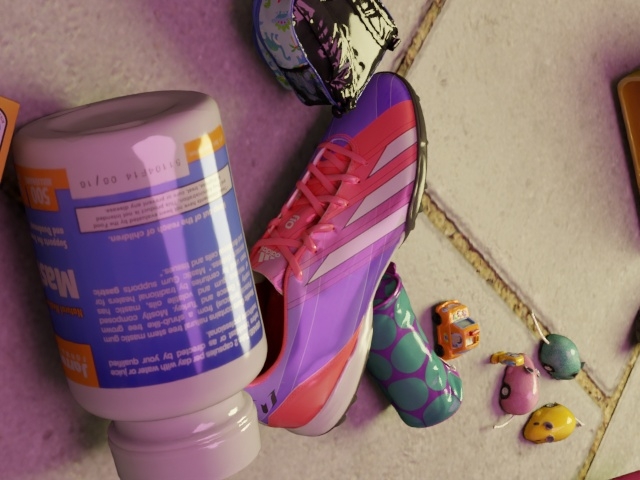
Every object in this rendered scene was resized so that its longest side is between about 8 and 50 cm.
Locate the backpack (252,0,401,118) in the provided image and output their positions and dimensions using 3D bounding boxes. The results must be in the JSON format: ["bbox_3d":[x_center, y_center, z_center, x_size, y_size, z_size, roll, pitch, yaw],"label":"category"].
[{"bbox_3d":[-0.006,-0.177,1.248,0.105,0.084,0.114,-56,134,-25],"label":"backpack"}]

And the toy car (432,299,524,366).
[{"bbox_3d":[0.159,0.091,1.472,0.122,0.040,0.060,8,89,-44],"label":"toy car"}]

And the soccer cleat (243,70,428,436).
[{"bbox_3d":[0.000,0.000,1.265,0.116,0.108,0.318,22,81,-40],"label":"soccer cleat"}]

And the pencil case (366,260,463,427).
[{"bbox_3d":[0.072,0.096,1.370,0.070,0.064,0.152,-41,123,-15],"label":"pencil case"}]

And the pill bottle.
[{"bbox_3d":[-0.123,0.038,1.111,0.152,0.152,0.272,-24,111,-40],"label":"pill bottle"}]

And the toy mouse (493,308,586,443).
[{"bbox_3d":[0.230,0.141,1.553,0.161,0.031,0.143,-12,103,-43],"label":"toy mouse"}]

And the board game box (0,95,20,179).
[{"bbox_3d":[-0.339,0.028,0.958,0.242,0.064,0.317,18,82,-44],"label":"board game box"}]

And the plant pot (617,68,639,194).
[{"bbox_3d":[0.472,-0.119,1.653,0.187,0.212,0.212,-42,122,-47],"label":"plant pot"}]

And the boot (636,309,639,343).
[{"bbox_3d":[0.448,0.113,1.747,0.190,0.076,0.208,-52,134,-25],"label":"boot"}]

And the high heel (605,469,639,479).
[{"bbox_3d":[0.244,0.272,1.511,0.377,0.127,0.181,-28,120,-37],"label":"high heel"}]
